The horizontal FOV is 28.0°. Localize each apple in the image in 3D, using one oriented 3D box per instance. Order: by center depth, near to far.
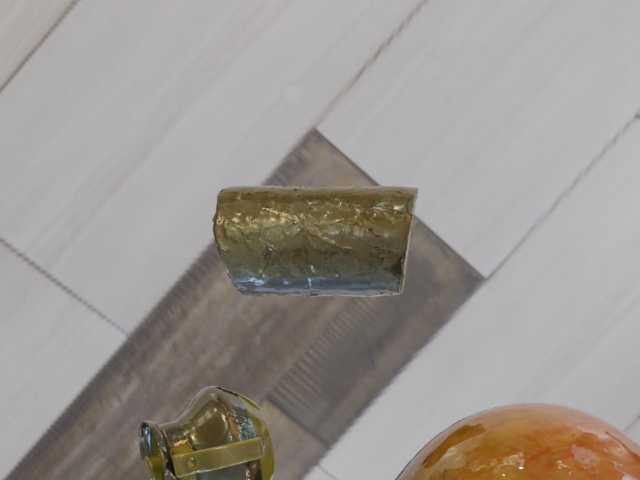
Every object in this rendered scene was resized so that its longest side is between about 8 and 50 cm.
[{"bbox_3d":[0.239,0.368,1.503,0.363,0.364,0.364,-3,107,-11],"label":"apple"}]

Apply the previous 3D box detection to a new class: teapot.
[{"bbox_3d":[-0.109,0.210,1.256,0.119,0.165,0.130,-12,84,-20],"label":"teapot"}]

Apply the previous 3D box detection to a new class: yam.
[{"bbox_3d":[0.000,0.000,1.734,0.268,0.161,0.161,-1,108,9],"label":"yam"}]
